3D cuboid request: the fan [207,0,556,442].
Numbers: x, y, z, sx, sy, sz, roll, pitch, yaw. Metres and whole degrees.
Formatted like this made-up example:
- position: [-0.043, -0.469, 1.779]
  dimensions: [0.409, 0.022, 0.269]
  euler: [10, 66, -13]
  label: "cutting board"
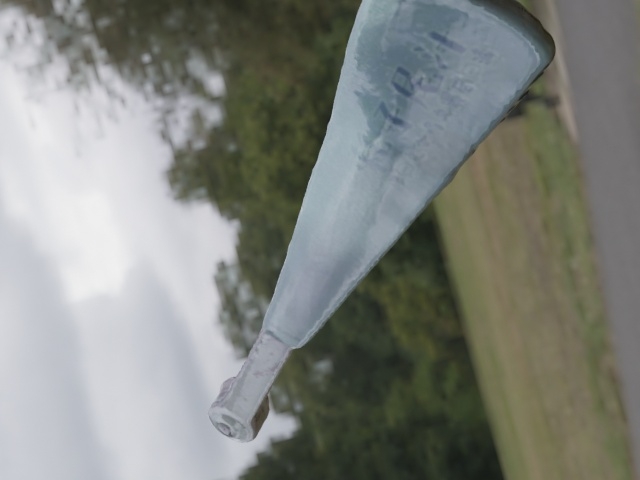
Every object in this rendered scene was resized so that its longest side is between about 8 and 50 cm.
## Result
- position: [0.000, 0.000, 0.621]
  dimensions: [0.282, 0.057, 0.023]
  euler: [122, 166, -55]
  label: "fan"
